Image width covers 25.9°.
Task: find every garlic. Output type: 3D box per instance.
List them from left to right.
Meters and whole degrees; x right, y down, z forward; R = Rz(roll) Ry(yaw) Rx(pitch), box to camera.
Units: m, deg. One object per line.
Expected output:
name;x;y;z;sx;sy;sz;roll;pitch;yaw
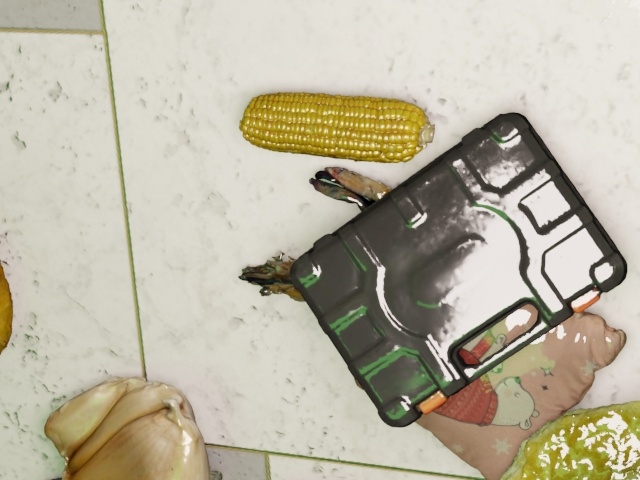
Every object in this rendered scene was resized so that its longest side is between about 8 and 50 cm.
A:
garlic;-0.204;0.260;1.616;0.228;0.110;0.217;-30;69;36

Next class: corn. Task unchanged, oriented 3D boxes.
corn;0.017;-0.115;1.412;0.207;0.068;0.068;5;114;20

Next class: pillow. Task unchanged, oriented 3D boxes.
pillow;0.171;0.126;1.449;0.223;0.084;0.236;32;113;11

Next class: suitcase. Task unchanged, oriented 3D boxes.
suitcase;0.132;0.030;1.367;0.285;0.066;0.206;-35;82;11

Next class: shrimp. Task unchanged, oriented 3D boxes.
shrimp;0.000;0.000;1.472;0.219;0.046;0.152;-5;103;30

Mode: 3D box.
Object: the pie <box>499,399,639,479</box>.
pie;0.298;0.285;1.367;0.277;0.078;0.277;-1;88;19

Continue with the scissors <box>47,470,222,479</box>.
scissors;-0.236;0.330;1.709;0.289;0.041;0.138;-23;95;27

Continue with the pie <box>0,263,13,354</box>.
pie;-0.479;0.042;1.659;0.273;0.069;0.273;10;116;21
